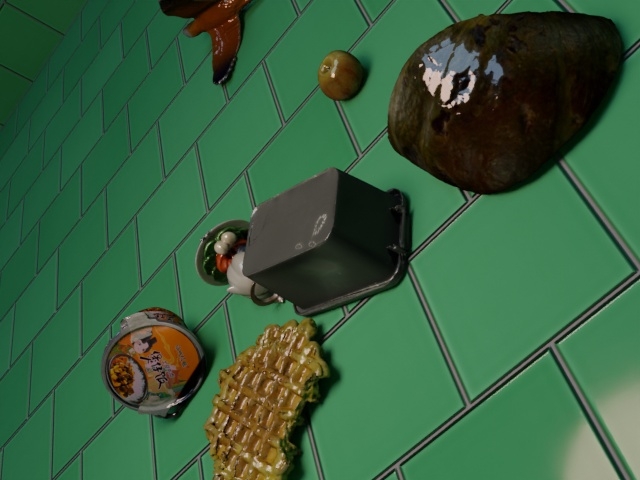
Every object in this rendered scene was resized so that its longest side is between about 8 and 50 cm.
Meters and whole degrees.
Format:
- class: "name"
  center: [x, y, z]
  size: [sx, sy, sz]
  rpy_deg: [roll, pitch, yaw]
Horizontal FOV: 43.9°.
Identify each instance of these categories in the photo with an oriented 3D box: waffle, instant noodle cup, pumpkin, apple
- class: "waffle"
  center: [-0.081, 0.249, 1.178]
  size: [0.291, 0.051, 0.291]
  rpy_deg: [-31, 45, 37]
- class: "instant noodle cup"
  center: [-0.294, 0.197, 1.407]
  size: [0.125, 0.177, 0.208]
  rpy_deg: [-117, 28, -67]
- class: "pumpkin"
  center: [0.208, -0.173, 0.973]
  size: [0.312, 0.169, 0.148]
  rpy_deg: [-43, 37, 27]
- class: "apple"
  center: [0.032, -0.284, 1.363]
  size: [0.084, 0.071, 0.084]
  rpy_deg: [-32, 45, 38]

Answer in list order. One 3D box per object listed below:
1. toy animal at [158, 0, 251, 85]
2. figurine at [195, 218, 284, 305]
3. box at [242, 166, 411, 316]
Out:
- class: "toy animal"
  center: [-0.205, -0.551, 1.809]
  size: [0.284, 0.225, 0.302]
  rpy_deg: [-36, 28, 6]
- class: "figurine"
  center: [-0.121, 0.049, 1.314]
  size: [0.153, 0.132, 0.132]
  rpy_deg: [37, 98, 44]
- class: "box"
  center: [0.000, 0.000, 1.162]
  size: [0.243, 0.135, 0.163]
  rpy_deg: [-23, 50, 44]
